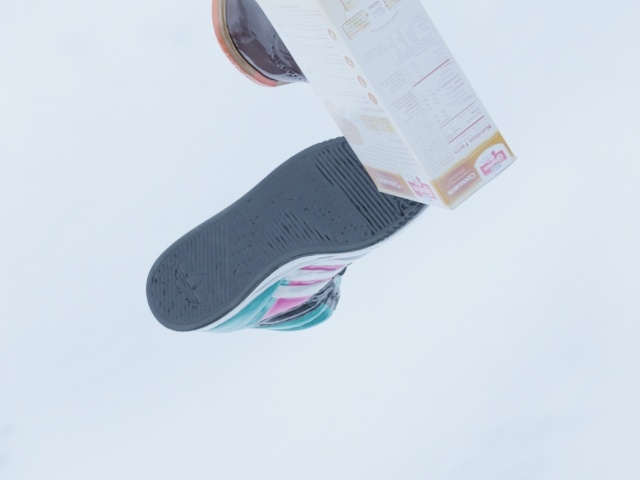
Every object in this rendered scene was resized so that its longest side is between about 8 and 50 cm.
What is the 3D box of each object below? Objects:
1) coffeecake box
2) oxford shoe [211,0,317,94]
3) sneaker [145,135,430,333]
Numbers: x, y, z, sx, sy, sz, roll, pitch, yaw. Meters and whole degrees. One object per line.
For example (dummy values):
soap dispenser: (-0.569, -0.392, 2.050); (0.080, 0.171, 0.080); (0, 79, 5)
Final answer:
coffeecake box: (0.047, -0.121, 1.275); (0.068, 0.142, 0.185); (-37, 108, -12)
oxford shoe: (0.004, -0.188, 1.576); (0.098, 0.271, 0.096); (-10, 79, 34)
sneaker: (0.000, 0.000, 1.581); (0.296, 0.178, 0.123); (-28, 78, 16)
